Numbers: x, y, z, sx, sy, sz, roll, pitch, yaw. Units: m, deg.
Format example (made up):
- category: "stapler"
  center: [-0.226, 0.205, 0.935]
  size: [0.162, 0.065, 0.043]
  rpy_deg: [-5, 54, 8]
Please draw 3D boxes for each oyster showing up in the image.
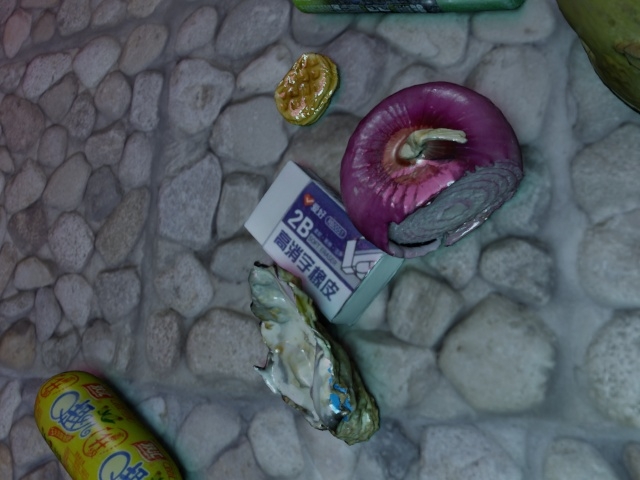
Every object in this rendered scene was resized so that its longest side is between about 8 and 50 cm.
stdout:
- category: "oyster"
  center: [-0.017, 0.135, 0.839]
  size: [0.214, 0.083, 0.222]
  rpy_deg: [34, 139, 40]

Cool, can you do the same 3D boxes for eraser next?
- category: "eraser"
  center: [0.000, 0.000, 0.898]
  size: [0.210, 0.068, 0.124]
  rpy_deg: [45, 107, 31]

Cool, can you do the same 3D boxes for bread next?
- category: "bread"
  center: [-0.018, -0.222, 0.975]
  size: [0.083, 0.044, 0.110]
  rpy_deg: [44, 104, 28]

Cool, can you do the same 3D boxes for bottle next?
- category: "bottle"
  center: [0.111, -0.356, 0.896]
  size: [0.330, 0.093, 0.093]
  rpy_deg: [13, 86, 33]

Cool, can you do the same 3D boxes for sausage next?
- category: "sausage"
  center: [-0.321, 0.312, 0.992]
  size: [0.347, 0.123, 0.123]
  rpy_deg: [33, 97, 34]

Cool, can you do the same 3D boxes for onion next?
- category: "onion"
  center: [0.120, -0.093, 0.788]
  size: [0.200, 0.201, 0.207]
  rpy_deg: [55, 129, 29]

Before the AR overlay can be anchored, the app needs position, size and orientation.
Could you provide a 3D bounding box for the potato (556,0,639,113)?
- category: "potato"
  center: [0.420, -0.331, 0.573]
  size: [0.442, 0.319, 0.385]
  rpy_deg: [-26, 67, 22]
